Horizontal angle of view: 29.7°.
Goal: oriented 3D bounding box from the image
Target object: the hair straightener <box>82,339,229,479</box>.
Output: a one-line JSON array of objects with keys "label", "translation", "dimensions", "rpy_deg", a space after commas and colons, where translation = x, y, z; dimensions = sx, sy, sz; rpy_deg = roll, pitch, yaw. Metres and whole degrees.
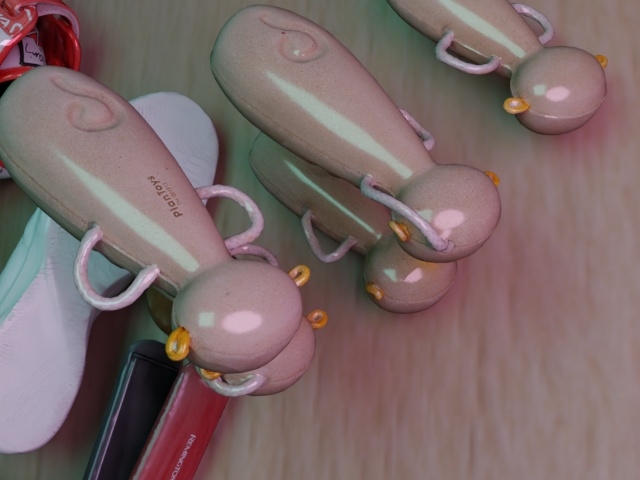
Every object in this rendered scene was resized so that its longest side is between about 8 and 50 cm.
[{"label": "hair straightener", "translation": [-0.123, 0.159, 0.621], "dimensions": [0.089, 0.047, 0.230], "rpy_deg": [19, 88, 38]}]

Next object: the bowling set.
[{"label": "bowling set", "translation": [0.000, 0.000, 0.557], "dimensions": [0.287, 0.200, 0.154], "rpy_deg": [-28, 59, -33]}]

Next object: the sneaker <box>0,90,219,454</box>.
[{"label": "sneaker", "translation": [-0.138, 0.009, 0.658], "dimensions": [0.212, 0.080, 0.094], "rpy_deg": [-58, 24, -12]}]

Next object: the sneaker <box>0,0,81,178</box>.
[{"label": "sneaker", "translation": [-0.200, -0.165, 0.730], "dimensions": [0.145, 0.090, 0.270], "rpy_deg": [9, 82, 27]}]
